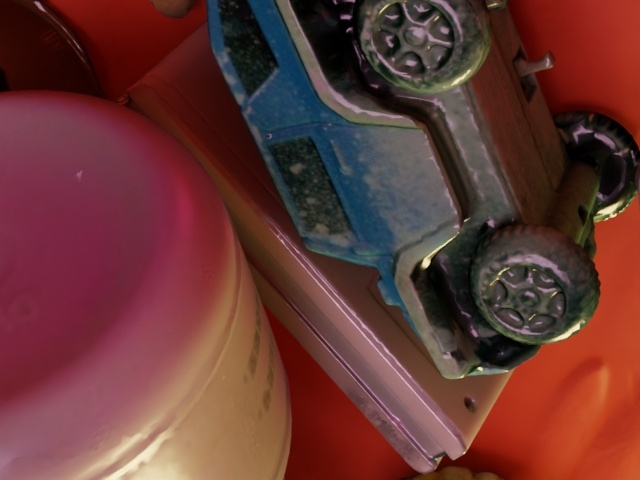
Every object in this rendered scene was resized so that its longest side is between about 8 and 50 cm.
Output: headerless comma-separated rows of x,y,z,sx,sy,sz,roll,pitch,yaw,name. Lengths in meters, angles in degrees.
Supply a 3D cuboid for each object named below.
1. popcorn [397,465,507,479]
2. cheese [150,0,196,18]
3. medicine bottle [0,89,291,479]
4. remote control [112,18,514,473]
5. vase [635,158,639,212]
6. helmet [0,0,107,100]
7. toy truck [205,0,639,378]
0.091,0.214,1.095,0.141,0.162,0.135,-15,81,6,popcorn
-0.062,-0.150,0.961,0.083,0.030,0.044,-13,110,24,cheese
-0.142,0.106,0.927,0.256,0.256,0.325,8,144,18,medicine bottle
0.000,0.000,0.980,0.277,0.103,0.055,49,132,-9,remote control
0.313,-0.091,0.768,0.165,0.165,0.360,43,125,-8,vase
-0.225,-0.037,1.047,0.198,0.130,0.224,13,125,11,helmet
0.057,-0.070,0.883,0.156,0.155,0.279,-11,117,29,toy truck
